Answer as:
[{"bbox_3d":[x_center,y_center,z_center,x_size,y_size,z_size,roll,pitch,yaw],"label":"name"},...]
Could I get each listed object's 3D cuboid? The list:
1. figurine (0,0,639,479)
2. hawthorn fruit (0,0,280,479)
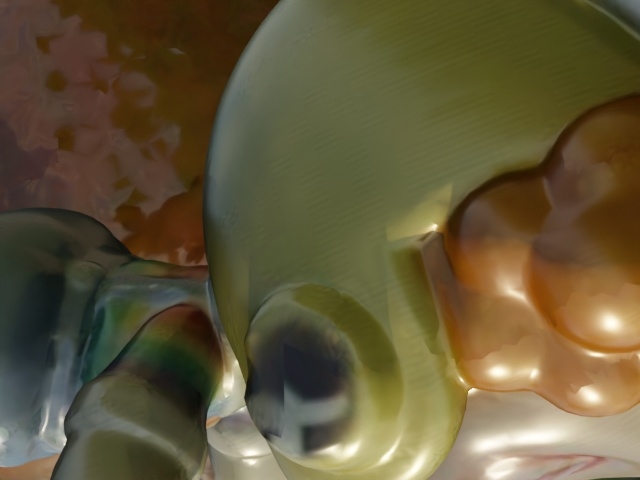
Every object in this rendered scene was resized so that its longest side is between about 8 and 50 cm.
[{"bbox_3d":[-0.012,0.000,0.522,0.224,0.382,0.205,37,-147,-80],"label":"figurine"},{"bbox_3d":[-0.036,0.012,0.927,0.403,0.403,0.403,49,-176,-4],"label":"hawthorn fruit"}]
